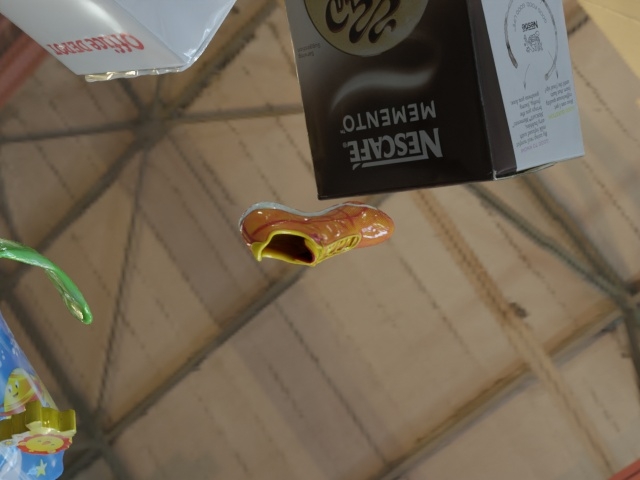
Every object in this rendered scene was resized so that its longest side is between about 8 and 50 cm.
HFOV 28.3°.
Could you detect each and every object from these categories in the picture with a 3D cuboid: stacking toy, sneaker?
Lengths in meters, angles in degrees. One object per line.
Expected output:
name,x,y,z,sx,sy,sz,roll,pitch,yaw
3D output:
stacking toy,-0.242,0.168,0.795,0.052,0.221,0.167,-29,-126,30
sneaker,0.000,0.000,1.301,0.067,0.175,0.064,64,-34,36

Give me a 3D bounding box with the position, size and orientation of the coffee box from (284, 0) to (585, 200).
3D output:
coffee box,0.068,-0.187,0.902,0.168,0.119,0.297,-6,-84,44

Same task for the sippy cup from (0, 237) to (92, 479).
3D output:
sippy cup,-0.360,0.156,1.181,0.305,0.224,0.240,-24,-146,13

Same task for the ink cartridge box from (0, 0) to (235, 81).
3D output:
ink cartridge box,-0.271,-0.328,1.118,0.166,0.395,0.285,-57,-152,-13
